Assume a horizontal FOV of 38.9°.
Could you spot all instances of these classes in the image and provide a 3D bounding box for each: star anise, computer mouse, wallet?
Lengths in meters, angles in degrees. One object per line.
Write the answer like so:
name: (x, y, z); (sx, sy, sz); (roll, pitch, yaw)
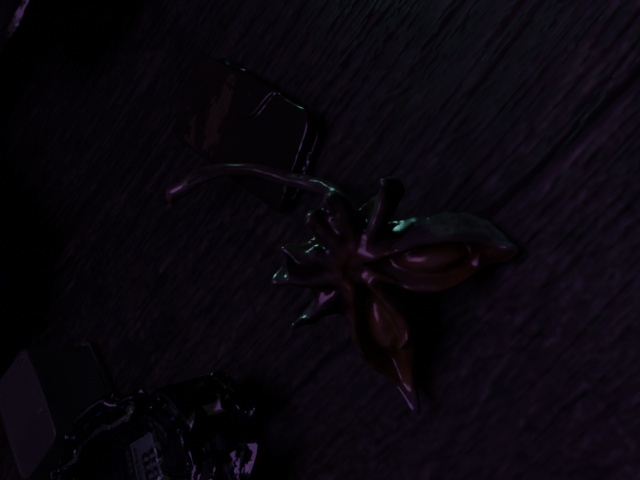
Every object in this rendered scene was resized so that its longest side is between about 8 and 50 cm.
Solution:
star anise: (0.000, 0.000, 0.623); (0.227, 0.218, 0.148); (-106, 6, -64)
computer mouse: (-0.125, 0.181, 0.683); (0.241, 0.077, 0.146); (-32, 63, 31)
computer mouse: (-0.217, -0.270, 0.836); (0.264, 0.088, 0.147); (-49, 37, 27)
wallet: (-0.059, -0.087, 0.706); (0.156, 0.018, 0.082); (37, 112, 40)

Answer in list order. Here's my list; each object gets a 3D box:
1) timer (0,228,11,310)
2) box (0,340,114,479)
timer: (-0.471, 0.045, 0.902); (0.309, 0.115, 0.340); (29, 118, 2)
box: (-0.228, 0.150, 0.790); (0.084, 0.069, 0.122); (-50, 53, 24)
